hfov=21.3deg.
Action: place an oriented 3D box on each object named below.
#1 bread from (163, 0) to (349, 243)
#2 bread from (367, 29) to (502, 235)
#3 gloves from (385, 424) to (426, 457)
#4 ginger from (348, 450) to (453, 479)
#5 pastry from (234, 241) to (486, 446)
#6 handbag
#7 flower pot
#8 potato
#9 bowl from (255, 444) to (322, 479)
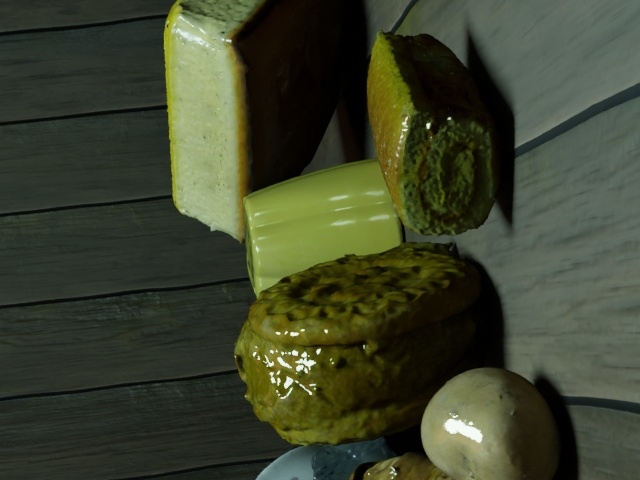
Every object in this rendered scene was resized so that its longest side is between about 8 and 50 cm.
[{"bbox_3d":[-0.077,-0.220,2.168,0.333,0.143,0.323,90,-157,-44],"label":"bread"},{"bbox_3d":[0.097,-0.094,1.479,0.172,0.103,0.132,-106,12,-60],"label":"bread"},{"bbox_3d":[0.074,0.204,1.926,0.268,0.107,0.135,66,-133,-75],"label":"gloves"},{"bbox_3d":[0.118,0.242,1.521,0.309,0.133,0.107,170,103,-75],"label":"ginger"},{"bbox_3d":[0.039,0.097,1.602,0.235,0.240,0.132,-117,17,-76],"label":"pastry"},{"bbox_3d":[0.078,0.314,1.812,0.270,0.088,0.175,51,166,16],"label":"handbag"},{"bbox_3d":[0.000,0.000,2.072,0.195,0.179,0.195,174,90,-85],"label":"flower pot"},{"bbox_3d":[0.138,0.154,1.375,0.147,0.112,0.112,-156,59,-75],"label":"potato"},{"bbox_3d":[0.042,0.413,1.976,0.157,0.345,0.345,2,102,39],"label":"bowl"}]
